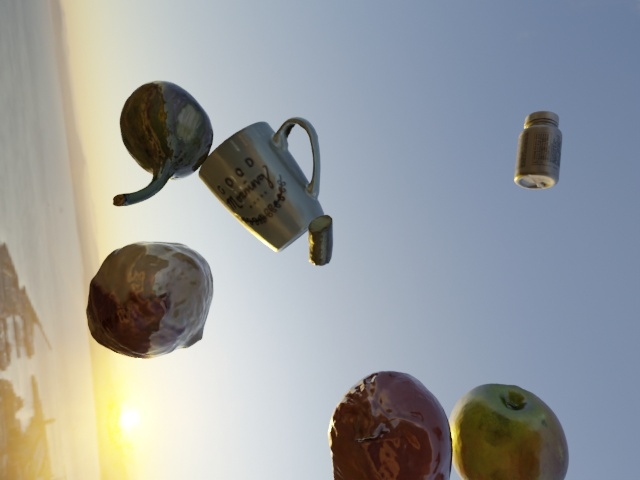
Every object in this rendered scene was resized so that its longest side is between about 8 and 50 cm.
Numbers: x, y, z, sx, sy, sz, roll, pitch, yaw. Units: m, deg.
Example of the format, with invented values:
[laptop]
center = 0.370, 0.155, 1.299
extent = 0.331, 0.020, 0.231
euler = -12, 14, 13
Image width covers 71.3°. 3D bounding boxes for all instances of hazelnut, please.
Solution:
[hazelnut]
center = -0.323, 0.117, 0.884
extent = 0.241, 0.261, 0.261
euler = 43, -28, -8

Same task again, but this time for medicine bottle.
[medicine bottle]
center = 0.430, -0.178, 0.879
extent = 0.079, 0.079, 0.140
euler = -17, -122, 63

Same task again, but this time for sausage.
[sausage]
center = 0.084, 0.262, 0.528
extent = 0.148, 0.148, 0.254
euler = 48, -36, 49

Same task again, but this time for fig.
[fig]
center = -0.235, -0.125, 0.650
extent = 0.149, 0.149, 0.245
euler = 114, -19, -46

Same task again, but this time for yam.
[yam]
center = 0.000, 0.000, 0.737
extent = 0.094, 0.043, 0.043
euler = 87, -22, -46

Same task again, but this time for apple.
[apple]
center = 0.399, 0.425, 0.965
extent = 0.246, 0.246, 0.226
euler = 22, -54, 60

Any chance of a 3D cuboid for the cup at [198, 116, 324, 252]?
[cup]
center = -0.086, -0.125, 0.930
extent = 0.258, 0.186, 0.234
euler = -41, -91, 24
